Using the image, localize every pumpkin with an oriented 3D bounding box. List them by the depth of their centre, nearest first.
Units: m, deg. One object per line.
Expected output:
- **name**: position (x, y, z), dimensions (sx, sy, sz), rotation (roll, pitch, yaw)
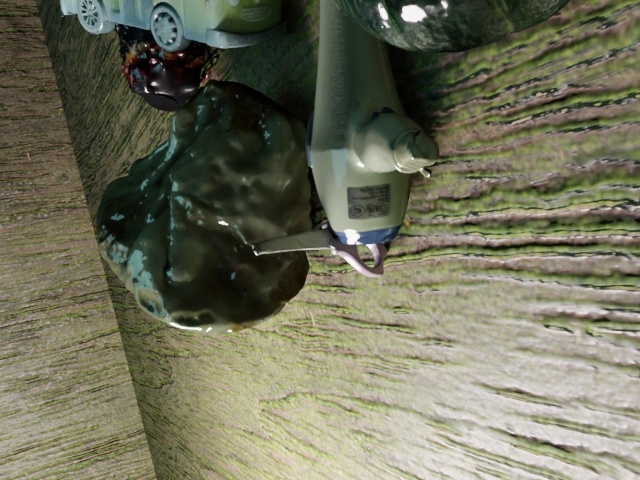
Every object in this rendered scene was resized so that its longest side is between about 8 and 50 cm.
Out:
- **pumpkin**: position (0.097, -0.232, 0.404), dimensions (0.211, 0.211, 0.152), rotation (45, 172, 40)

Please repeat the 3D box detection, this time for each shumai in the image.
- **shumai**: position (-0.133, -0.069, 0.778), dimensions (0.304, 0.309, 0.263), rotation (-84, 15, -59)

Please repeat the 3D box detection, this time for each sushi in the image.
- **sushi**: position (-0.267, -0.305, 0.999), dimensions (0.172, 0.153, 0.150), rotation (-5, 78, 38)

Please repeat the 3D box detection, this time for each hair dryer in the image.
- **hair dryer**: position (0.044, -0.159, 0.550), dimensions (0.298, 0.119, 0.296), rotation (112, 150, -77)

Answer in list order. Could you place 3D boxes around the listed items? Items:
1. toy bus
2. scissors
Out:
- **toy bus**: position (-0.202, -0.367, 0.777), dimensions (0.312, 0.152, 0.190), rotation (21, 123, 26)
- **scissors**: position (0.000, 0.000, 0.645), dimensions (0.021, 0.212, 0.110), rotation (-33, 74, 39)
